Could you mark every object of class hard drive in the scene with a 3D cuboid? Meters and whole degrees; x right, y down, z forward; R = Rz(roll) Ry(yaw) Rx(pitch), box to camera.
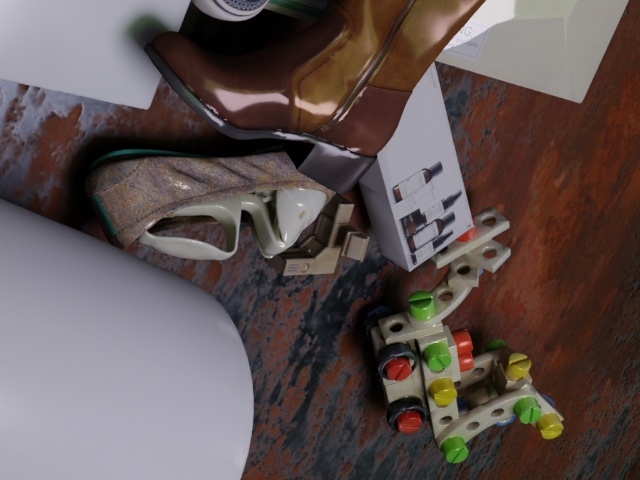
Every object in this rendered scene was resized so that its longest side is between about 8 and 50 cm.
[{"bbox_3d":[-0.182,-0.298,1.341,0.233,0.047,0.353,9,109,-45],"label":"hard drive"}]

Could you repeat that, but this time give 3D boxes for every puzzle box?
[{"bbox_3d":[0.125,-0.308,1.486,0.408,0.052,0.272,14,112,-23],"label":"puzzle box"}]

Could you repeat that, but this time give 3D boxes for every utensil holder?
[{"bbox_3d":[-0.290,0.121,1.319,0.385,0.327,0.328,24,99,-50],"label":"utensil holder"}]

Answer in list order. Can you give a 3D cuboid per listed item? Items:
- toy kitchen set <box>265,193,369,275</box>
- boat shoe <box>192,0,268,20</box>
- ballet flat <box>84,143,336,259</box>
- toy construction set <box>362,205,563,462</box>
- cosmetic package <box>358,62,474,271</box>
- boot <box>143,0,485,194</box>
[{"bbox_3d":[0.000,0.000,1.679,0.075,0.068,0.083,-2,117,-41],"label":"toy kitchen set"},{"bbox_3d":[-0.024,-0.345,1.271,0.127,0.158,0.341,-2,101,-43],"label":"boat shoe"},{"bbox_3d":[-0.083,-0.033,1.547,0.316,0.106,0.107,-6,160,-33],"label":"ballet flat"},{"bbox_3d":[0.165,0.127,1.848,0.215,0.151,0.328,-16,122,-3],"label":"toy construction set"},{"bbox_3d":[0.090,-0.090,1.663,0.099,0.060,0.239,-36,131,-21],"label":"cosmetic package"},{"bbox_3d":[0.011,-0.206,1.420,0.264,0.096,0.280,29,104,-26],"label":"boot"}]
